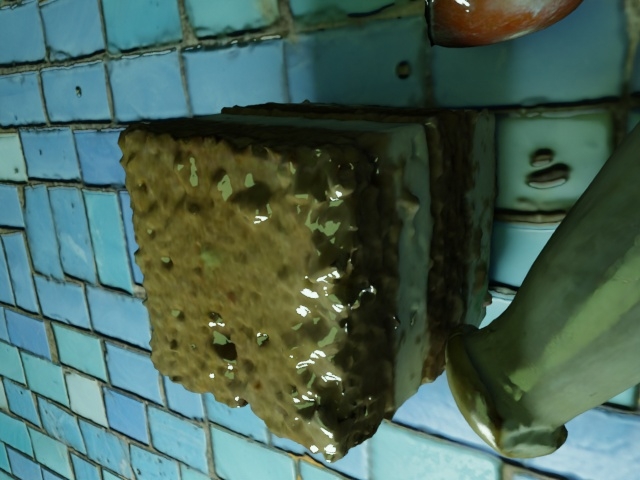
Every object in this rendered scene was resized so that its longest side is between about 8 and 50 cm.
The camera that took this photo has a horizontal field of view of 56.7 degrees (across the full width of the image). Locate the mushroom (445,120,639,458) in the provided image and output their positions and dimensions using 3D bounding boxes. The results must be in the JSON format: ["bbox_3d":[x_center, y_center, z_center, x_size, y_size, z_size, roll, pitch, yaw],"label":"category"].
[{"bbox_3d":[0.254,-0.005,0.433,0.407,0.137,0.154,-44,77,16],"label":"mushroom"}]

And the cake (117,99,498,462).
[{"bbox_3d":[0.000,0.000,0.574,0.282,0.290,0.255,12,111,35],"label":"cake"}]

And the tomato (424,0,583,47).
[{"bbox_3d":[0.160,-0.262,0.462,0.155,0.180,0.214,6,117,17],"label":"tomato"}]
